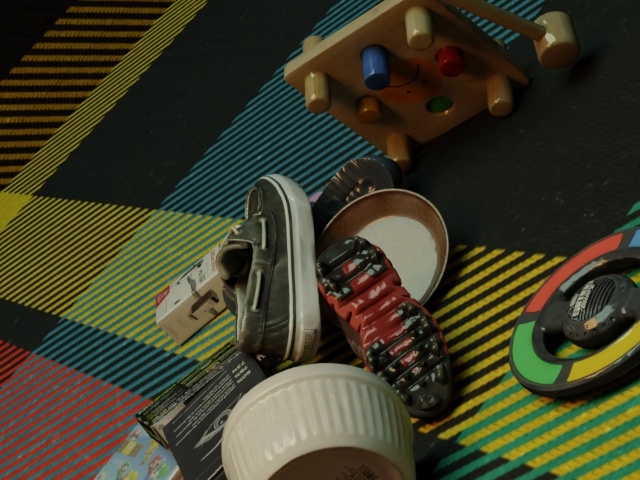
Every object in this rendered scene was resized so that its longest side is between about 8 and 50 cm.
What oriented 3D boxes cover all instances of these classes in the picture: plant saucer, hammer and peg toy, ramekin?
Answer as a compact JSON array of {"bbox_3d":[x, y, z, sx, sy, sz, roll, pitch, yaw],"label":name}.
[{"bbox_3d":[0.080,0.030,2.022,0.198,0.036,0.198,-15,59,26],"label":"plant saucer"},{"bbox_3d":[0.157,-0.259,2.188,0.361,0.266,0.127,-30,45,31],"label":"hammer and peg toy"},{"bbox_3d":[0.003,0.241,1.662,0.207,0.207,0.109,-37,32,15],"label":"ramekin"}]

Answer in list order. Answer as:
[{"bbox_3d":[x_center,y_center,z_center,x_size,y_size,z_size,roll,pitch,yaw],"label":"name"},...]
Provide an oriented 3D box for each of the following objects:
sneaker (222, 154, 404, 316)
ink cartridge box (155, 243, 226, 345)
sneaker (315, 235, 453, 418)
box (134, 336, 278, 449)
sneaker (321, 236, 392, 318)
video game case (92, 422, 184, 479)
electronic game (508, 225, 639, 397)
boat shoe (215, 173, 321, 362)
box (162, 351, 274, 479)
[{"bbox_3d":[0.000,0.000,2.243,0.319,0.112,0.131,-40,-5,20],"label":"sneaker"},{"bbox_3d":[-0.185,0.081,2.427,0.135,0.056,0.099,-40,22,11],"label":"ink cartridge box"},{"bbox_3d":[0.089,0.118,1.866,0.097,0.135,0.276,-31,46,-2],"label":"sneaker"},{"bbox_3d":[-0.152,0.196,2.104,0.190,0.045,0.184,-38,4,-12],"label":"box"},{"bbox_3d":[0.036,0.066,2.097,0.192,0.064,0.086,-22,49,26],"label":"sneaker"},{"bbox_3d":[-0.278,0.364,2.133,0.285,0.025,0.204,-52,24,-19],"label":"video game case"},{"bbox_3d":[0.293,0.072,1.663,0.229,0.048,0.229,-36,24,19],"label":"electronic game"},{"bbox_3d":[-0.075,0.020,2.051,0.335,0.119,0.121,-103,25,-53],"label":"boat shoe"},{"bbox_3d":[-0.087,0.246,1.912,0.153,0.108,0.207,-44,23,1],"label":"box"}]
